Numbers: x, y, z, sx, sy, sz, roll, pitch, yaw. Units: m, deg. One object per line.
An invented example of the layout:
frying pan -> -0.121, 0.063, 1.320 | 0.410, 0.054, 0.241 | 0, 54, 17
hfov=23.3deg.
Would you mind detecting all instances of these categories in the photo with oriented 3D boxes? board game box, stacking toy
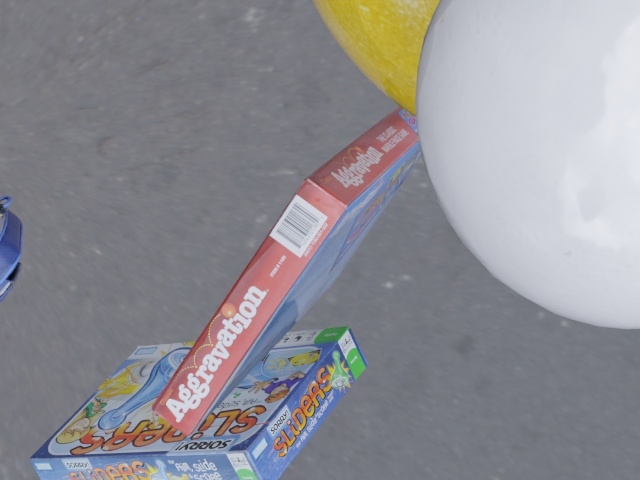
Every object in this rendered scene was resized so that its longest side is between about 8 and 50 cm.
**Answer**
board game box -> -0.083, 0.117, 1.050 | 0.136, 0.201, 0.035 | -49, 121, -45
stacking toy -> 0.089, -0.138, 0.563 | 0.350, 0.480, 0.351 | 3, 131, 3
board game box -> 0.000, 0.000, 0.857 | 0.027, 0.281, 0.145 | 37, 110, 4

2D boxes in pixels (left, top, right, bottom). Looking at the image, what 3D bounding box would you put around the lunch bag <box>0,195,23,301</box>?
lunch bag -> -0.180, 0.013, 0.721 | 0.065, 0.067, 0.098 | 41, 101, -21
